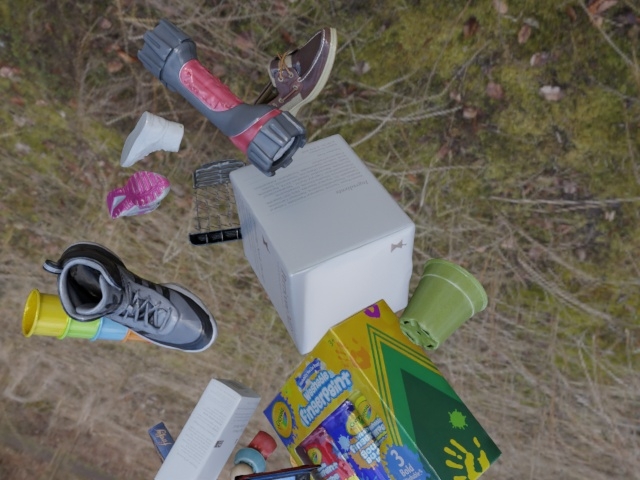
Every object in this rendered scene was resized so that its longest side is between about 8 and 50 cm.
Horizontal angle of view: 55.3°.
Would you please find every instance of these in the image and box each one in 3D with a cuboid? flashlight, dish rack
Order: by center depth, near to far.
[{"bbox_3d":[-0.160,-0.236,0.984,0.304,0.103,0.103,44,173,8],"label":"flashlight"},{"bbox_3d":[-0.312,-0.122,1.910,0.208,0.272,0.074,-8,172,10],"label":"dish rack"}]

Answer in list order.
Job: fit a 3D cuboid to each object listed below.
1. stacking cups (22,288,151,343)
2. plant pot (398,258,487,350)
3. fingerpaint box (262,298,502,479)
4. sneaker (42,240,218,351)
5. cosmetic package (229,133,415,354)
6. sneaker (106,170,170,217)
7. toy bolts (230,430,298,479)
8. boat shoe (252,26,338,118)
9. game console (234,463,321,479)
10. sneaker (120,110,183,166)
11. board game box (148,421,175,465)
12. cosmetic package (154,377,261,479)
[{"bbox_3d":[-0.439,0.163,1.267,0.316,0.096,0.096,12,163,-39],"label":"stacking cups"},{"bbox_3d":[0.129,0.077,0.678,0.083,0.079,0.083,33,152,20],"label":"plant pot"},{"bbox_3d":[0.094,0.402,1.288,0.371,0.163,0.445,53,141,17],"label":"fingerpaint box"},{"bbox_3d":[-0.279,0.097,0.898,0.268,0.101,0.153,31,-178,-6],"label":"sneaker"},{"bbox_3d":[0.000,0.000,1.574,0.327,0.394,0.330,-21,140,-16],"label":"cosmetic package"},{"bbox_3d":[-0.518,-0.138,1.800,0.252,0.103,0.111,-15,175,37],"label":"sneaker"},{"bbox_3d":[-0.115,0.598,1.552,0.228,0.158,0.218,36,112,4],"label":"toy bolts"},{"bbox_3d":[-0.075,-0.409,1.528,0.123,0.123,0.342,13,152,-26],"label":"boat shoe"},{"bbox_3d":[-0.076,0.450,1.089,0.143,0.124,0.085,-2,-173,-18],"label":"game console"},{"bbox_3d":[-0.588,-0.331,2.156,0.169,0.108,0.292,12,150,-34],"label":"sneaker"},{"bbox_3d":[-0.335,0.578,1.479,0.243,0.042,0.165,38,144,44],"label":"board game box"},{"bbox_3d":[-0.225,0.401,1.243,0.085,0.231,0.117,26,175,21],"label":"cosmetic package"}]
